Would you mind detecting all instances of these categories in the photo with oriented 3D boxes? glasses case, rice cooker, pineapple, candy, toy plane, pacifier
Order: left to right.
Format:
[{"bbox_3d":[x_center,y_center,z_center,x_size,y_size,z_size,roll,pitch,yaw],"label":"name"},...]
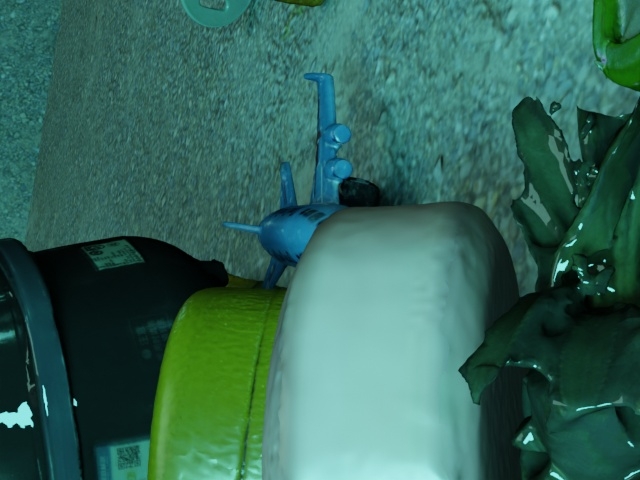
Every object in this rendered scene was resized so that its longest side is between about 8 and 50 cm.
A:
[{"bbox_3d":[-0.174,0.120,0.911,0.267,0.224,0.267,171,90,-68],"label":"rice cooker"},{"bbox_3d":[-0.095,-0.297,1.271,0.116,0.127,0.150,30,102,42],"label":"pacifier"},{"bbox_3d":[-0.033,0.218,0.750,0.173,0.141,0.371,-50,-36,-79],"label":"glasses case"},{"bbox_3d":[0.000,0.000,0.874,0.271,0.105,0.254,-171,91,-67],"label":"toy plane"},{"bbox_3d":[0.045,0.107,0.568,0.255,0.094,0.255,-1,-90,-75],"label":"candy"},{"bbox_3d":[0.124,0.081,0.454,0.165,0.166,0.364,131,145,-51],"label":"pineapple"}]

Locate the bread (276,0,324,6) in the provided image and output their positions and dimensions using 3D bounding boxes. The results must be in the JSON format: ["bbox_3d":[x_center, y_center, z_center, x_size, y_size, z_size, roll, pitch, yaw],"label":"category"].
[{"bbox_3d":[-0.010,-0.275,1.077,0.053,0.074,0.132,45,124,43],"label":"bread"}]

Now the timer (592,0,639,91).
[{"bbox_3d":[0.183,-0.139,0.565,0.140,0.047,0.128,153,127,-63],"label":"timer"}]

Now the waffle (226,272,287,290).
[{"bbox_3d":[-0.091,0.162,1.087,0.168,0.057,0.274,-178,98,-69],"label":"waffle"}]
